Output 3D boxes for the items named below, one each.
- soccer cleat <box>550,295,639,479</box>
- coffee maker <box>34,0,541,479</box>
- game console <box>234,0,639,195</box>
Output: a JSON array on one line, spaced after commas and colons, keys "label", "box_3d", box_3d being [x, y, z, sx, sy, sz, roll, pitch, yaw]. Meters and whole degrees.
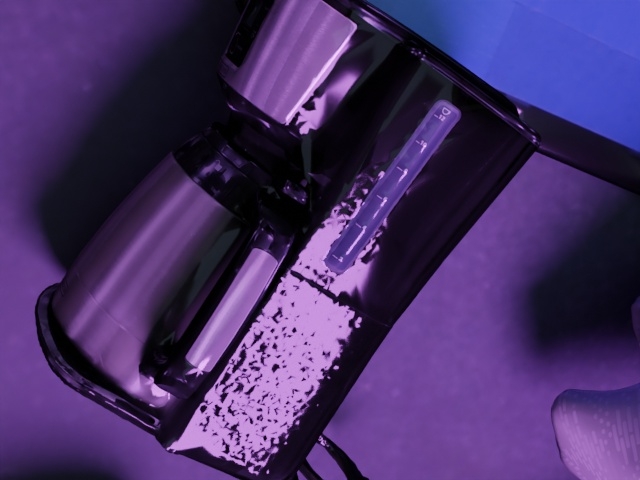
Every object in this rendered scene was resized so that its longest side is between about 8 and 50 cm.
[{"label": "soccer cleat", "box_3d": [0.242, 0.023, 0.507, 0.331, 0.143, 0.116, -34, 125, -31]}, {"label": "coffee maker", "box_3d": [0.000, 0.000, 0.432, 0.171, 0.120, 0.178, 29, 102, -44]}, {"label": "game console", "box_3d": [0.150, -0.158, 0.420, 0.293, 0.250, 0.173, 19, 68, -18]}]
